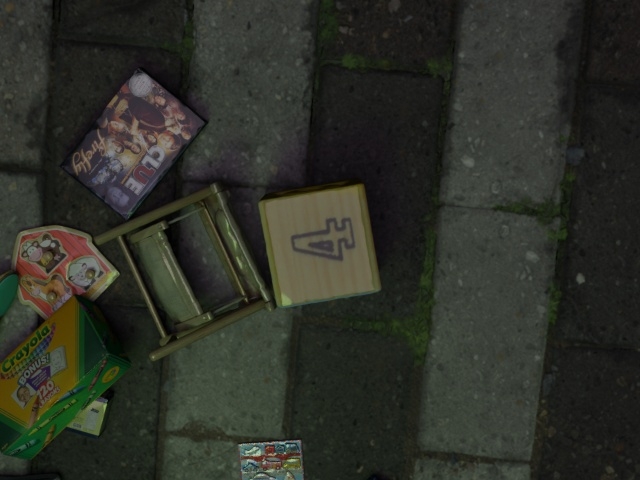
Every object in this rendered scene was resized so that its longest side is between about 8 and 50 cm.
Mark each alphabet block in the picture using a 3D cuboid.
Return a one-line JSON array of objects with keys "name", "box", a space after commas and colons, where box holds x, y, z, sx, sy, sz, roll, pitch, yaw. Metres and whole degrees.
[{"name": "alphabet block", "box": [0.000, 0.000, 1.693, 0.193, 0.192, 0.197, -10, 96, 0]}]

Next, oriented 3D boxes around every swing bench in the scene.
[{"name": "swing bench", "box": [-0.241, 0.050, 1.716, 0.254, 0.165, 0.253, -23, 96, 0]}]

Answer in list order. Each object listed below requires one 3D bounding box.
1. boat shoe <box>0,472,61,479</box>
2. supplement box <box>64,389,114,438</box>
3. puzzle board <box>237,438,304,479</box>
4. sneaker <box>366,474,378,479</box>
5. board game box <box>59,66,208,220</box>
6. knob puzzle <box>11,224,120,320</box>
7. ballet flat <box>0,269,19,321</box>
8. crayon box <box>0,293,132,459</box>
[{"name": "boat shoe", "box": [-0.624, 0.508, 1.811, 0.226, 0.083, 0.076, -2, 96, 0]}, {"name": "supplement box", "box": [-0.457, 0.330, 1.802, 0.083, 0.056, 0.083, 17, 97, -1]}, {"name": "puzzle board", "box": [-0.098, 0.447, 1.836, 0.128, 0.011, 0.096, -4, 97, 1]}, {"name": "sneaker", "box": [0.063, 0.576, 1.815, 0.090, 0.081, 0.232, 41, 94, 3]}, {"name": "board game box", "box": [-0.352, -0.182, 1.746, 0.165, 0.042, 0.243, 39, 96, -4]}, {"name": "knob puzzle", "box": [-0.515, 0.056, 1.783, 0.213, 0.030, 0.213, 0, 97, 1]}, {"name": "ballet flat", "box": [-0.647, 0.142, 1.777, 0.067, 0.073, 0.206, 27, 95, 30]}, {"name": "crayon box", "box": [-0.506, 0.257, 1.741, 0.278, 0.081, 0.165, -43, 56, 5]}]
